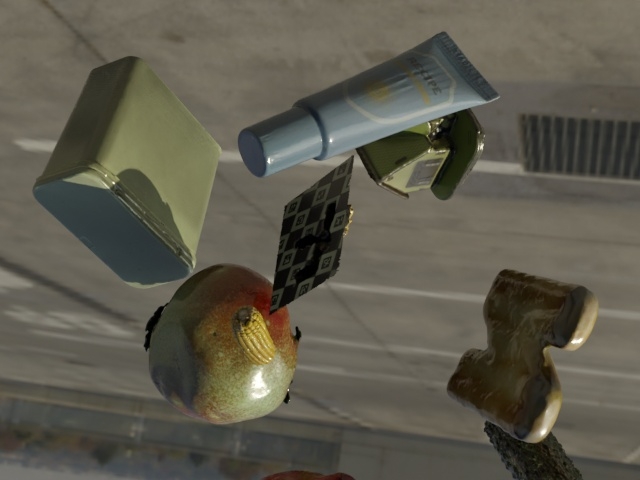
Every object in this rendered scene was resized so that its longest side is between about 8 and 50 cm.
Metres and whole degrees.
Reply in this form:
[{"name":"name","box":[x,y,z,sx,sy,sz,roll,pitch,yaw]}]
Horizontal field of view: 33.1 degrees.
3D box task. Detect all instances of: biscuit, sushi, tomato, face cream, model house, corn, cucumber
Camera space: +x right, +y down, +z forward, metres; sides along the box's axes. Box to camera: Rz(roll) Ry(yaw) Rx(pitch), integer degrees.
[{"name":"biscuit","box":[0.297,0.165,1.606,0.062,0.237,0.290,24,176,-18]},{"name":"sushi","box":[0.000,0.000,1.905,0.043,0.279,0.192,35,130,-27]},{"name":"tomato","box":[-0.193,0.202,2.039,0.239,0.303,0.303,-3,178,-39]},{"name":"face cream","box":[0.065,-0.183,1.467,0.385,0.135,0.086,-25,157,-27]},{"name":"model house","box":[0.121,-0.186,2.005,0.278,0.218,0.205,-10,145,-29]},{"name":"corn","box":[-0.071,0.103,1.137,0.037,0.037,0.092,5,149,17]},{"name":"cucumber","box":[0.339,0.355,1.588,0.096,0.096,0.359,12,-161,-16]}]

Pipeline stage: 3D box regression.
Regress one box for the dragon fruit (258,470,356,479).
[{"name":"dragon fruit","box":[-0.038,0.565,1.703,0.371,0.386,0.249,23,-153,19]}]

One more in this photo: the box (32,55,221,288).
[{"name":"box","box":[-0.380,-0.142,2.240,0.177,0.344,0.352,-13,136,31]}]
